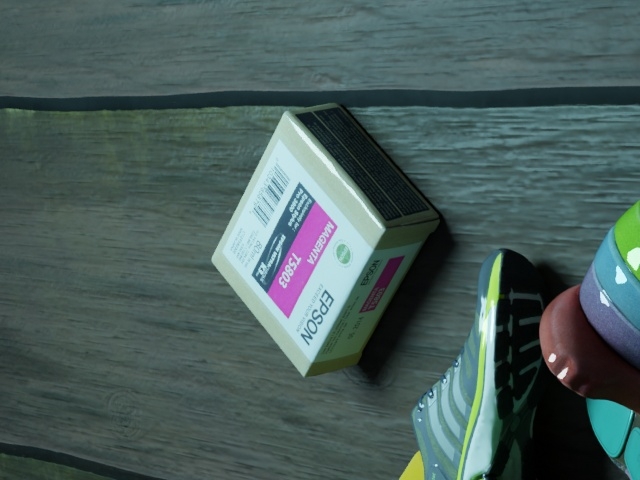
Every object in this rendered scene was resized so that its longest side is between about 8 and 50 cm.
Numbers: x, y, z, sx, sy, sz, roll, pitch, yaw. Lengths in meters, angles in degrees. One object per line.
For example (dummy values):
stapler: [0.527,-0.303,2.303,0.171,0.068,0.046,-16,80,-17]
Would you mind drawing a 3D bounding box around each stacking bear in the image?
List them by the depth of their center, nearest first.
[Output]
stacking bear: [0.338,0.008,1.509,0.289,0.175,0.164,-53,21,28]

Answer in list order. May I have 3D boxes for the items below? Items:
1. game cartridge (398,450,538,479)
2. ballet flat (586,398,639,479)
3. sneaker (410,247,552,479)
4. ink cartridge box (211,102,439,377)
game cartridge: [0.162,0.380,1.868,0.285,0.052,0.324,48,131,28]
ballet flat: [0.308,0.185,1.620,0.221,0.079,0.077,-111,36,-71]
sneaker: [0.150,0.154,1.750,0.121,0.111,0.300,12,94,40]
ink cartridge box: [0.000,0.000,1.919,0.193,0.088,0.235,50,131,28]
